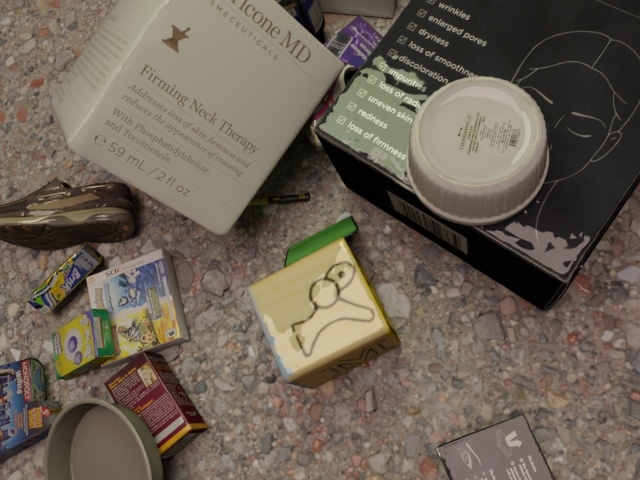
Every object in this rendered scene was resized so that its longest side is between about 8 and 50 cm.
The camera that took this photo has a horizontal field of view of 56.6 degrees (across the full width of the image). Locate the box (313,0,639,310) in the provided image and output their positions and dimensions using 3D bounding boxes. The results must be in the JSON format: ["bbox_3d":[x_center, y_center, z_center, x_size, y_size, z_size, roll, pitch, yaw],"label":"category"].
[{"bbox_3d":[0.333,-0.213,1.056,0.480,0.297,0.471,35,86,20],"label":"box"}]

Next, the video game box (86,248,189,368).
[{"bbox_3d":[-0.389,0.142,1.257,0.187,0.048,0.205,-22,69,9],"label":"video game box"}]

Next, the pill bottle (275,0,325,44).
[{"bbox_3d":[-0.059,-0.493,1.282,0.123,0.219,0.122,-4,72,12],"label":"pill bottle"}]

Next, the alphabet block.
[{"bbox_3d":[0.011,0.139,1.081,0.197,0.193,0.192,-27,70,4],"label":"alphabet block"}]

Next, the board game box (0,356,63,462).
[{"bbox_3d":[-0.622,0.352,1.240,0.194,0.060,0.194,-15,70,8],"label":"board game box"}]

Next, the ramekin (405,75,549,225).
[{"bbox_3d":[0.222,-0.134,0.849,0.207,0.109,0.207,-4,73,12],"label":"ramekin"}]

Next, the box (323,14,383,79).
[{"bbox_3d":[0.061,-0.343,1.266,0.207,0.108,0.153,-41,69,-2],"label":"box"}]

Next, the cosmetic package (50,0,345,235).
[{"bbox_3d":[-0.244,-0.291,1.120,0.393,0.329,0.327,-54,36,4],"label":"cosmetic package"}]

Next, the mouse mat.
[{"bbox_3d":[0.000,0.000,1.143,0.153,0.189,0.007,-28,101,4],"label":"mouse mat"}]

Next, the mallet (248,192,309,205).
[{"bbox_3d":[-0.119,-0.093,1.274,0.190,0.039,0.062,-12,68,5],"label":"mallet"}]

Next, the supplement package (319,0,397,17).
[{"bbox_3d":[0.086,-0.634,1.329,0.194,0.149,0.203,13,76,17],"label":"supplement package"}]

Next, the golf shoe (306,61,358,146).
[{"bbox_3d":[0.023,-0.269,1.158,0.086,0.067,0.186,8,76,13],"label":"golf shoe"}]

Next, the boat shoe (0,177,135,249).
[{"bbox_3d":[-0.582,-0.064,1.339,0.355,0.132,0.130,-2,63,4],"label":"boat shoe"}]

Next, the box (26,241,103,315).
[{"bbox_3d":[-0.557,0.083,1.300,0.169,0.059,0.054,-44,107,-3],"label":"box"}]

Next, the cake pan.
[{"bbox_3d":[-0.404,0.438,1.114,0.293,0.054,0.293,-1,88,30],"label":"cake pan"}]

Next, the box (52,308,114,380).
[{"bbox_3d":[-0.501,0.219,1.233,0.179,0.043,0.105,-30,65,32],"label":"box"}]

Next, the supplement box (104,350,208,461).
[{"bbox_3d":[-0.321,0.323,1.163,0.104,0.081,0.188,-40,68,0],"label":"supplement box"}]

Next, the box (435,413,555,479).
[{"bbox_3d":[0.296,0.390,0.984,0.158,0.093,0.156,-23,69,7],"label":"box"}]
